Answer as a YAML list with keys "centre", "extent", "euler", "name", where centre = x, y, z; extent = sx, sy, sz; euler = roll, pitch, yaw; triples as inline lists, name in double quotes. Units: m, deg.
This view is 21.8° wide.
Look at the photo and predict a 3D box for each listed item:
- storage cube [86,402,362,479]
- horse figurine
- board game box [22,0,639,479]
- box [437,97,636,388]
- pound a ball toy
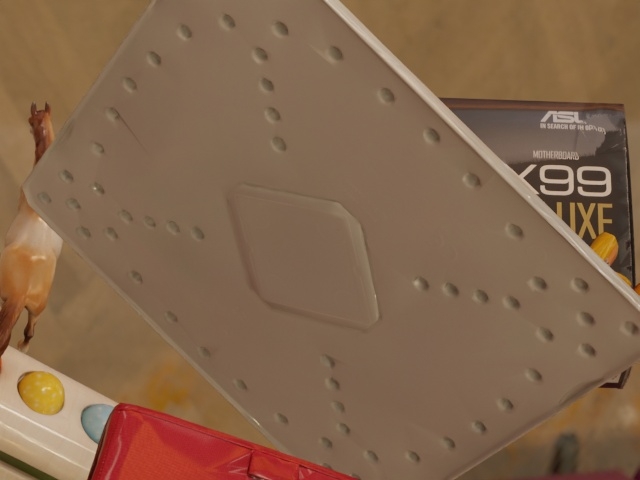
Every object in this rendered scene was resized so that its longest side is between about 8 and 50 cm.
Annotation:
- centre: [-0.060, 0.234, 0.868]
  extent: [0.215, 0.193, 0.183]
  euler: [21, 121, -6]
  name: "storage cube"
- centre: [-0.303, 0.011, 1.719]
  extent: [0.066, 0.174, 0.263]
  euler: [14, 65, -8]
  name: "horse figurine"
- centre: [0.000, 0.000, 1.187]
  extent: [0.390, 0.390, 0.050]
  euler: [45, 50, -1]
  name: "board game box"
- centre: [0.104, -0.003, 1.391]
  extent: [0.076, 0.308, 0.242]
  euler: [88, 6, -59]
  name: "box"
- centre: [-0.344, 0.157, 1.842]
  extent: [0.319, 0.208, 0.136]
  euler: [32, 124, -19]
  name: "pound a ball toy"
